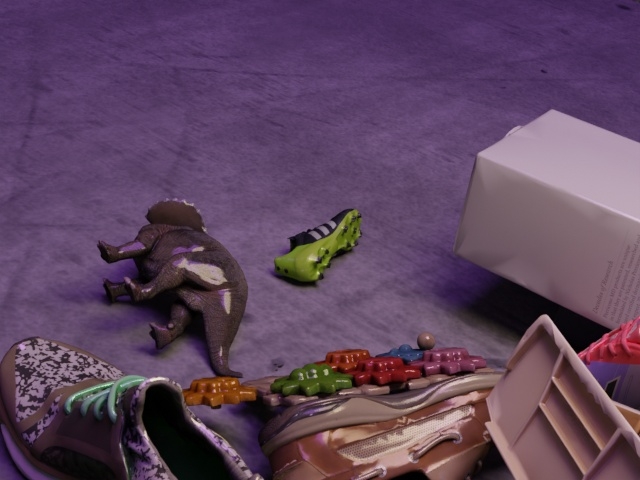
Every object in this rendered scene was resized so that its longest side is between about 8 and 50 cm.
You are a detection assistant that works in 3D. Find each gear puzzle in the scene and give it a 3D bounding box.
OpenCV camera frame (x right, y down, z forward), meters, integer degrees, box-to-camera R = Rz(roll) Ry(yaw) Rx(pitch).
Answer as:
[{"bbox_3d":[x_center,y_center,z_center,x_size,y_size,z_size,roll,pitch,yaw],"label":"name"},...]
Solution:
[{"bbox_3d":[0.003,0.139,1.182,0.339,0.044,0.175,-5,2,-24],"label":"gear puzzle"}]

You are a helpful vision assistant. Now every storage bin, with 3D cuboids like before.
[{"bbox_3d":[0.307,0.207,0.961,0.262,0.123,0.260,22,19,-20],"label":"storage bin"}]

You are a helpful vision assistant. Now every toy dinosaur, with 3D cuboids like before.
[{"bbox_3d":[-0.161,0.039,1.313,0.160,0.121,0.313,-27,41,-27],"label":"toy dinosaur"}]

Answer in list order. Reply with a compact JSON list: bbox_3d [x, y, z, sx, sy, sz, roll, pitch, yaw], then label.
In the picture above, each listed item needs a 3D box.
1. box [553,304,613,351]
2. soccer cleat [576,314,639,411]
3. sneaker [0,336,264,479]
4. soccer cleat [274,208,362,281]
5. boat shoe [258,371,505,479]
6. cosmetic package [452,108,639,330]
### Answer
[{"bbox_3d":[0.400,0.085,1.424,0.156,0.093,0.158,22,32,21],"label":"box"},{"bbox_3d":[0.335,0.124,1.168,0.116,0.318,0.108,41,52,-25],"label":"soccer cleat"},{"bbox_3d":[-0.161,0.176,1.018,0.158,0.182,0.410,-20,42,-40],"label":"sneaker"},{"bbox_3d":[0.000,0.000,1.488,0.072,0.060,0.179,10,28,25],"label":"soccer cleat"},{"bbox_3d":[0.098,0.215,1.117,0.324,0.122,0.119,-6,65,-21],"label":"boat shoe"},{"bbox_3d":[0.381,-0.005,1.331,0.385,0.156,0.217,26,34,29],"label":"cosmetic package"}]
